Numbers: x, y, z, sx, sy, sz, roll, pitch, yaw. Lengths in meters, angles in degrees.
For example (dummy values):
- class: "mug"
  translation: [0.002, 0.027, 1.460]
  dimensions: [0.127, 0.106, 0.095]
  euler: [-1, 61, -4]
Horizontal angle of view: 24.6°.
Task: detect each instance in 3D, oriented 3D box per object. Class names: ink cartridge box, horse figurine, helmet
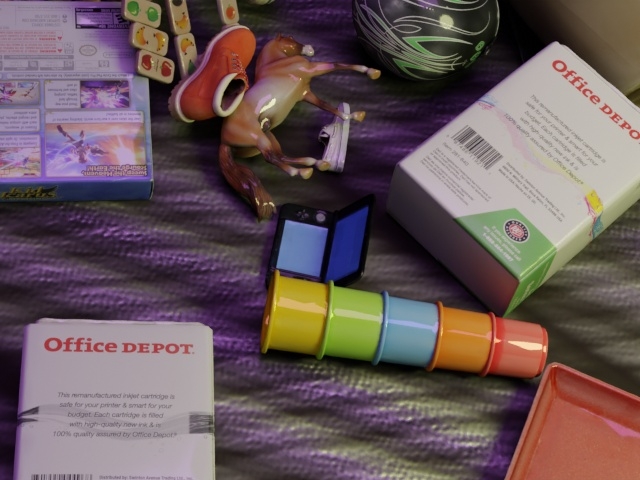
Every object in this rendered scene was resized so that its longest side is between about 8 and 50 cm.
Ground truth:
- class: "ink cartridge box"
  translation: [-0.208, 0.225, 1.493]
  dimensions: [0.197, 0.114, 0.273]
  euler: [2, 58, -7]
- class: "ink cartridge box"
  translation: [0.248, -0.075, 1.745]
  dimensions: [0.278, 0.117, 0.201]
  euler: [-38, 72, -22]
- class: "horse figurine"
  translation: [-0.047, -0.151, 1.782]
  dimensions: [0.174, 0.066, 0.263]
  euler: [21, 62, 23]
- class: "helmet"
  translation: [0.125, -0.281, 1.847]
  dimensions: [0.161, 0.169, 0.169]
  euler: [-18, 61, -36]

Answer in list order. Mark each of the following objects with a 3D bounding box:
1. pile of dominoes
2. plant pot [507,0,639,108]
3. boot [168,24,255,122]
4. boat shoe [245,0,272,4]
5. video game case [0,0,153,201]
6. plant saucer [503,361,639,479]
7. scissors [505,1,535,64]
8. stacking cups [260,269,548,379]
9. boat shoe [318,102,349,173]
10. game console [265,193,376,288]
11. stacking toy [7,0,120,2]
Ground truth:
- class: "pile of dominoes"
  translation: [-0.163, -0.314, 1.759]
  dimensions: [0.040, 0.251, 0.196]
  euler: [-1, 15, 39]
- class: "plant pot"
  translation: [0.387, -0.319, 1.846]
  dimensions: [0.323, 0.323, 0.280]
  euler: [-18, 75, -19]
- class: "boot"
  translation: [-0.108, -0.201, 1.773]
  dimensions: [0.084, 0.059, 0.158]
  euler: [1, 48, 41]
- class: "boat shoe"
  translation: [-0.091, -0.520, 1.954]
  dimensions: [0.156, 0.187, 0.500]
  euler: [-7, 54, -7]
- class: "video game case"
  translation: [-0.337, -0.165, 1.736]
  dimensions: [0.269, 0.061, 0.244]
  euler: [-1, 66, -10]
- class: "plant saucer"
  translation: [0.322, 0.291, 1.579]
  dimensions: [0.258, 0.048, 0.259]
  euler: [23, 56, 6]
- class: "scissors"
  translation: [0.291, -0.202, 1.910]
  dimensions: [0.109, 0.021, 0.297]
  euler: [5, 56, -3]
- class: "stacking cups"
  translation: [0.093, 0.109, 1.639]
  dimensions: [0.316, 0.096, 0.096]
  euler: [12, 56, -6]
- class: "boat shoe"
  translation: [0.015, -0.129, 1.806]
  dimensions: [0.035, 0.035, 0.100]
  euler: [10, 63, -6]
- class: "game console"
  translation: [0.000, 0.000, 1.698]
  dimensions: [0.107, 0.071, 0.122]
  euler: [12, 56, -2]
- class: "stacking toy"
  translation: [-0.334, -0.331, 1.827]
  dimensions: [0.301, 0.175, 0.166]
  euler: [-27, 32, -4]
